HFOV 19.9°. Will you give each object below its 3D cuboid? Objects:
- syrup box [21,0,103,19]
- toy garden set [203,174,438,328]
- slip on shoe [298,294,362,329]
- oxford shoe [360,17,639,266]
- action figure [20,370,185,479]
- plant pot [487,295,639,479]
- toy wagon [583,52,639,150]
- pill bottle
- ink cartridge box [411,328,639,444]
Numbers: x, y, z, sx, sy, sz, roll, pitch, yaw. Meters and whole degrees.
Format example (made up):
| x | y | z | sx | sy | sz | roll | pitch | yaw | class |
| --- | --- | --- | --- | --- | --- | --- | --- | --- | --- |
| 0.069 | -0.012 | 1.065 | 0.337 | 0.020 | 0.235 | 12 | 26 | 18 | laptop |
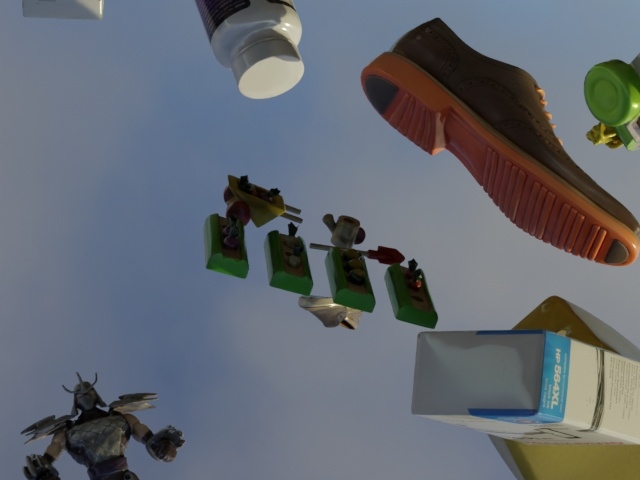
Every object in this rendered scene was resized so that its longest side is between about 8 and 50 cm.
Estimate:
| x | y | z | sx | sy | sz | roll | pitch | yaw | class |
| --- | --- | --- | --- | --- | --- | --- | --- | --- | --- |
| -0.300 | -0.353 | 2.160 | 0.096 | 0.093 | 0.237 | 1 | -148 | -7 | syrup box |
| 0.000 | 0.000 | 1.927 | 0.244 | 0.049 | 0.204 | 15 | -159 | -11 | toy garden set |
| 0.014 | 0.095 | 2.411 | 0.051 | 0.041 | 0.135 | 4 | 177 | 26 | slip on shoe |
| 0.221 | -0.115 | 1.997 | 0.364 | 0.133 | 0.130 | 40 | 158 | 11 | oxford shoe |
| -0.235 | 0.282 | 2.083 | 0.185 | 0.285 | 0.099 | -17 | 167 | -5 | action figure |
| 0.282 | 0.191 | 2.032 | 0.187 | 0.212 | 0.212 | 47 | -176 | -29 | plant pot |
| 0.351 | -0.163 | 1.579 | 0.267 | 0.344 | 0.068 | -20 | -109 | -33 | toy wagon |
| -0.084 | -0.263 | 2.109 | 0.108 | 0.108 | 0.193 | 8 | -130 | -40 | pill bottle |
| 0.207 | 0.145 | 1.774 | 0.148 | 0.086 | 0.203 | -5 | 164 | 39 | ink cartridge box |
